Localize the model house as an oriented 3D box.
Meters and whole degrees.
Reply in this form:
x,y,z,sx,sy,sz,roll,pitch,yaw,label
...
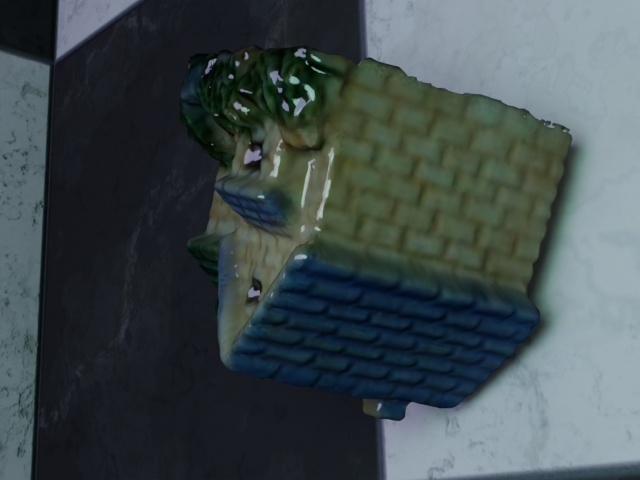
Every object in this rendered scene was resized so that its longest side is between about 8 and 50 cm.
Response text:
x,y,z,sx,sy,sz,roll,pitch,yaw,label
0.000,0.000,1.297,0.445,0.395,0.400,15,94,59,model house
